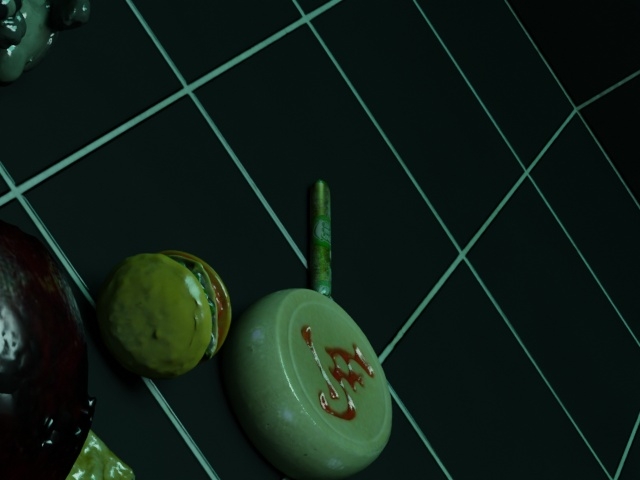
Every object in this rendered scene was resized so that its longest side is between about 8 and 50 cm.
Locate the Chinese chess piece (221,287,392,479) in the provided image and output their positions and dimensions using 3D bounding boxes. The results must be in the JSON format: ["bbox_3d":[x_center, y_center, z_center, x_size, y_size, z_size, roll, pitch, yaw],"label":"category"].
[{"bbox_3d":[-0.015,0.192,2.164,0.273,0.102,0.273,40,33,-32],"label":"Chinese chess piece"}]

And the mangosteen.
[{"bbox_3d":[-0.394,0.108,1.376,0.381,0.381,0.421,31,4,-42],"label":"mangosteen"}]

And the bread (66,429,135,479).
[{"bbox_3d":[-0.305,0.210,1.645,0.267,0.130,0.152,49,-10,-17],"label":"bread"}]

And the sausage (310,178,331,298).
[{"bbox_3d":[0.000,0.000,2.451,0.033,0.033,0.269,39,33,-33],"label":"sausage"}]

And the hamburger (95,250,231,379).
[{"bbox_3d":[-0.188,0.086,1.935,0.162,0.162,0.115,61,24,4],"label":"hamburger"}]

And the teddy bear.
[{"bbox_3d":[-0.381,-0.273,1.968,0.251,0.171,0.144,32,57,-50],"label":"teddy bear"}]
